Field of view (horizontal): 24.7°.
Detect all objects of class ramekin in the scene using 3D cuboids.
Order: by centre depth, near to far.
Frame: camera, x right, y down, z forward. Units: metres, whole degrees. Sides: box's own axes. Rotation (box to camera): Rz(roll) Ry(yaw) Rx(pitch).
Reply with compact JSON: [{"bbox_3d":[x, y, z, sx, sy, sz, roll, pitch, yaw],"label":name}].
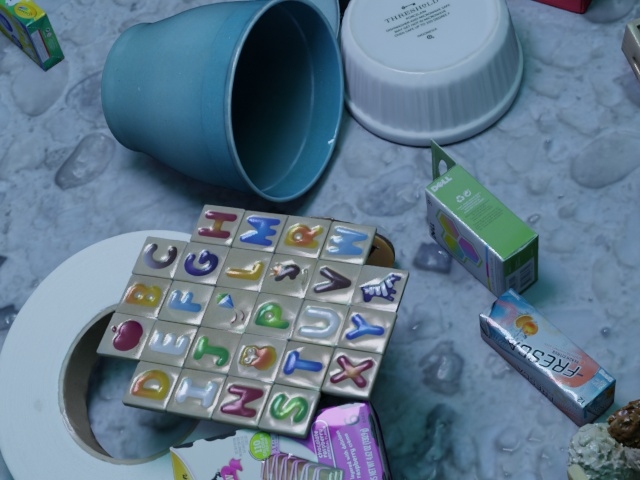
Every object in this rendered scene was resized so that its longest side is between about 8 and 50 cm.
[{"bbox_3d":[0.150,-0.275,2.051,0.273,0.127,0.273,-4,57,6],"label":"ramekin"}]

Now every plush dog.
[{"bbox_3d":[0.422,0.190,1.643,0.211,0.225,0.262,33,67,26],"label":"plush dog"}]

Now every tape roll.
[{"bbox_3d":[-0.216,0.178,1.788,0.392,0.072,0.392,-6,70,18],"label":"tape roll"}]

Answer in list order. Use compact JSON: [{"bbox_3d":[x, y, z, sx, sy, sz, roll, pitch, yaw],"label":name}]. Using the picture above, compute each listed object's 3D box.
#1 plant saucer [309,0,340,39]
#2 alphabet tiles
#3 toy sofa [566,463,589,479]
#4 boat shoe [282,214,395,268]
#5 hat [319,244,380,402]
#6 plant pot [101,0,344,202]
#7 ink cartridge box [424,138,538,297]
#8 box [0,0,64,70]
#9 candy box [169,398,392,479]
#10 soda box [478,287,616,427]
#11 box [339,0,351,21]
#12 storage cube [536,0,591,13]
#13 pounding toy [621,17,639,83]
[{"bbox_3d":[-0.029,-0.323,2.106,0.037,0.195,0.195,-8,45,-43],"label":"plant saucer"},{"bbox_3d":[-0.080,0.085,1.699,0.343,0.011,0.285,7,58,21],"label":"alphabet tiles"},{"bbox_3d":[0.169,0.410,1.608,0.363,0.177,0.150,-21,32,-5],"label":"toy sofa"},{"bbox_3d":[0.000,0.000,1.931,0.207,0.073,0.073,11,19,9],"label":"boat shoe"},{"bbox_3d":[-0.047,0.090,1.810,0.173,0.183,0.208,31,67,26],"label":"hat"},{"bbox_3d":[-0.145,-0.199,1.986,0.255,0.271,0.271,8,57,32],"label":"plant pot"},{"bbox_3d":[0.190,-0.025,1.892,0.062,0.109,0.209,-36,59,-15],"label":"ink cartridge box"},{"bbox_3d":[-0.466,-0.345,2.210,0.043,0.105,0.179,-38,59,-16],"label":"box"},{"bbox_3d":[-0.038,0.282,1.612,0.233,0.071,0.159,-16,64,6],"label":"candy box"},{"bbox_3d":[0.277,0.144,1.795,0.058,0.063,0.183,-39,60,-16],"label":"soda box"},{"bbox_3d":[-0.006,-0.418,2.150,0.156,0.158,0.093,19,60,21],"label":"box"},{"bbox_3d":[0.332,-0.479,2.116,0.215,0.193,0.183,21,63,22],"label":"storage cube"},{"bbox_3d":[0.493,-0.267,2.022,0.130,0.100,0.141,-21,67,-4],"label":"pounding toy"}]
